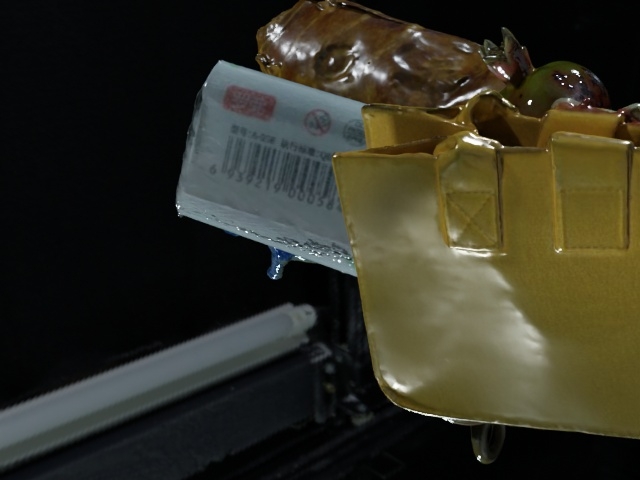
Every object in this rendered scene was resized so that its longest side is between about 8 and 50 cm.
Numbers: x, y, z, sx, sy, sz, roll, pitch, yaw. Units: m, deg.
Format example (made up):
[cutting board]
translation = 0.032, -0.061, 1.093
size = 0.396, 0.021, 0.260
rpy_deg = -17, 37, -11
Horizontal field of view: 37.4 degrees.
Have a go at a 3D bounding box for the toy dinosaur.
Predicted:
[toy dinosaur]
translation = 0.000, 0.000, 1.261
size = 0.247, 0.188, 0.075
rpy_deg = 1, -103, -2

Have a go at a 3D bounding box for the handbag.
[handbag]
translation = 0.224, 0.018, 0.755
size = 0.133, 0.401, 0.283
rpy_deg = -61, -34, -45

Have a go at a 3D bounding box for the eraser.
[eraser]
translation = -0.024, -0.071, 0.977
size = 0.081, 0.227, 0.174
rpy_deg = -35, -38, -70

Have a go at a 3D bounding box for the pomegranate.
[pomegranate]
translation = 0.230, -0.142, 0.964
size = 0.129, 0.129, 0.159
rpy_deg = -33, -58, -29

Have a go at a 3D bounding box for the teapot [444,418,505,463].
[teapot]
translation = 0.201, 0.177, 1.268
size = 0.175, 0.185, 0.268
rpy_deg = -38, -65, -54

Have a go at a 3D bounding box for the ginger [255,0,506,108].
[ginger]
translation = 0.106, -0.182, 1.251
size = 0.176, 0.418, 0.254
rpy_deg = -62, -24, -15
